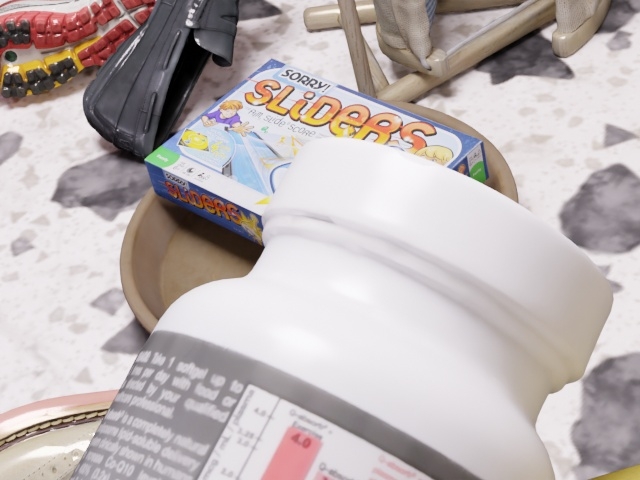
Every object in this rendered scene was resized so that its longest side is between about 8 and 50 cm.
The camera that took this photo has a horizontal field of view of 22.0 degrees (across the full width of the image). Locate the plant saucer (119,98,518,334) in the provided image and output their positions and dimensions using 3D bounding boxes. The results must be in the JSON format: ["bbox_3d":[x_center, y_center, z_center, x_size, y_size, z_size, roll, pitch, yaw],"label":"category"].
[{"bbox_3d":[0.000,0.000,1.136,0.278,0.041,0.278,-9,41,8],"label":"plant saucer"}]

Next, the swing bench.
[{"bbox_3d":[0.103,-0.260,1.237,0.255,0.253,0.165,-19,41,-4],"label":"swing bench"}]

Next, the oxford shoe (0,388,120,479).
[{"bbox_3d":[-0.100,0.167,0.906,0.397,0.140,0.146,-25,49,-9],"label":"oxford shoe"}]

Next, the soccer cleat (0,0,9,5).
[{"bbox_3d":[-0.291,-0.218,1.423,0.248,0.095,0.083,-31,43,-18],"label":"soccer cleat"}]

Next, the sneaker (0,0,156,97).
[{"bbox_3d":[-0.181,-0.186,1.363,0.225,0.088,0.092,-7,32,1],"label":"sneaker"}]

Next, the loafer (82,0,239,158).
[{"bbox_3d":[-0.095,-0.164,1.278,0.078,0.076,0.223,35,90,16],"label":"loafer"}]

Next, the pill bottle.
[{"bbox_3d":[-0.018,0.148,0.759,0.210,0.210,0.363,20,75,33],"label":"pill bottle"}]

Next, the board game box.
[{"bbox_3d":[-0.004,-0.050,1.136,0.201,0.035,0.136,25,54,36],"label":"board game box"}]

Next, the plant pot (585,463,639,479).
[{"bbox_3d":[0.209,0.200,0.741,0.212,0.212,0.187,-16,27,-2],"label":"plant pot"}]
